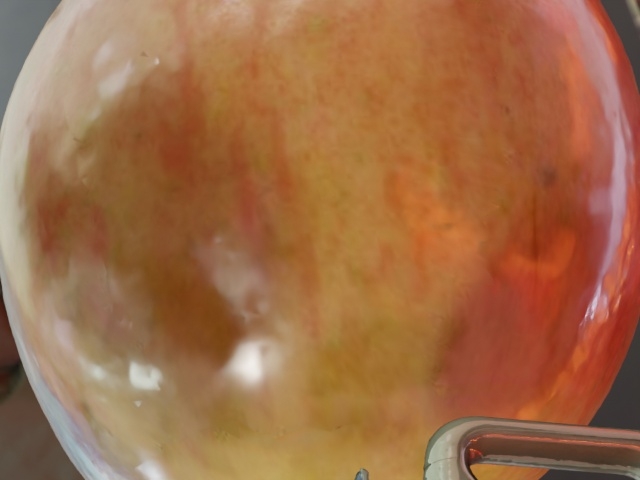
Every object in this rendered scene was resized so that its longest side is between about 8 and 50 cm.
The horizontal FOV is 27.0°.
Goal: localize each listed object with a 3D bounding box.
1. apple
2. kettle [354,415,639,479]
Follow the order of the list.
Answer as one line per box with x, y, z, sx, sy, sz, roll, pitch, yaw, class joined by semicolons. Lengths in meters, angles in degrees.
0.000;0.000;0.723;0.364;0.364;0.364;-12;157;-5;apple
0.079;0.127;0.452;0.148;0.098;0.127;4;-166;-16;kettle
